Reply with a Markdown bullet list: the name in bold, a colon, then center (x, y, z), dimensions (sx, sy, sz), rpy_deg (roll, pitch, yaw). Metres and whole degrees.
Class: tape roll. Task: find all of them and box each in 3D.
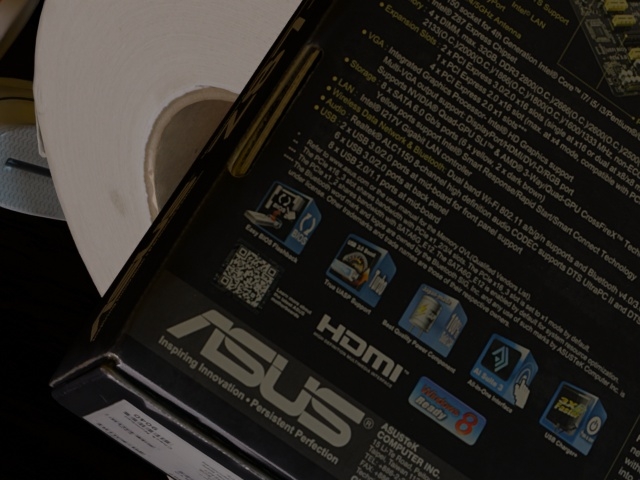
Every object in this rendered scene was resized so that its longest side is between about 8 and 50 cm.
- **tape roll**: center (0.000, 0.000, 0.994), dimensions (0.392, 0.072, 0.392), rpy_deg (34, 142, 31)

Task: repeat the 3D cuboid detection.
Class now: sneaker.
- **sneaker**: center (-0.127, -0.048, 1.241), dimensions (0.258, 0.094, 0.091), rpy_deg (24, -158, -41)

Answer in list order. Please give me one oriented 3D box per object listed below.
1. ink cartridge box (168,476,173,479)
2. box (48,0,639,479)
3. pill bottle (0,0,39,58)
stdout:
- **ink cartridge box**: center (0.037, 0.201, 1.558), dimensions (0.353, 0.119, 0.207), rpy_deg (24, 158, 21)
- **box**: center (0.152, 0.031, 0.690), dimensions (0.395, 0.318, 0.097), rpy_deg (35, 161, -10)
- **pill bottle**: center (-0.248, -0.170, 1.157), dimensions (0.152, 0.086, 0.086), rpy_deg (33, 160, -5)
